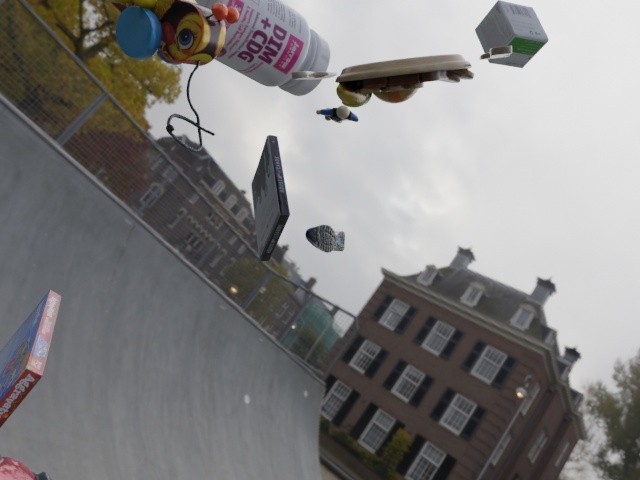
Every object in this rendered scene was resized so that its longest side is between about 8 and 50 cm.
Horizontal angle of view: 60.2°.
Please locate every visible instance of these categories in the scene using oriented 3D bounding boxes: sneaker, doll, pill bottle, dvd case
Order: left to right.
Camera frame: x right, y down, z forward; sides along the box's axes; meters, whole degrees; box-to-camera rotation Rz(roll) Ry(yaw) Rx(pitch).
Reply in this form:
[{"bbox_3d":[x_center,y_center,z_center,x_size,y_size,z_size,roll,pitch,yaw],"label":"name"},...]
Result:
[{"bbox_3d":[-0.122,-0.398,1.072,0.283,0.160,0.160,17,4,-44],"label":"pill bottle"},{"bbox_3d":[-0.121,-0.099,1.285,0.030,0.238,0.179,3,-37,-21],"label":"dvd case"},{"bbox_3d":[0.000,0.000,1.303,0.073,0.063,0.162,0,-8,24],"label":"sneaker"},{"bbox_3d":[0.050,-0.373,1.632,0.129,0.046,0.189,9,9,-10],"label":"doll"}]

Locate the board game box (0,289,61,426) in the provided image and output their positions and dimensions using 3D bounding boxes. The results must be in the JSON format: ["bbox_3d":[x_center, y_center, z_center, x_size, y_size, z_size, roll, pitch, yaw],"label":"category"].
[{"bbox_3d":[-0.457,0.185,0.832,0.027,0.145,0.281,38,1,-25],"label":"board game box"}]

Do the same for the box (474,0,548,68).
[{"bbox_3d":[0.407,-0.440,1.180,0.101,0.102,0.087,-1,-26,-26],"label":"box"}]

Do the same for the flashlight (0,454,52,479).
[{"bbox_3d":[-0.225,0.069,0.240,0.103,0.103,0.304,-84,153,-62],"label":"flashlight"}]

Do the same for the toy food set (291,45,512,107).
[{"bbox_3d":[0.077,-0.146,0.511,0.192,0.038,0.132,-2,15,16],"label":"toy food set"}]

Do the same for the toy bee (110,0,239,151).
[{"bbox_3d":[-0.194,-0.308,0.785,0.162,0.195,0.298,-30,-72,27],"label":"toy bee"}]
